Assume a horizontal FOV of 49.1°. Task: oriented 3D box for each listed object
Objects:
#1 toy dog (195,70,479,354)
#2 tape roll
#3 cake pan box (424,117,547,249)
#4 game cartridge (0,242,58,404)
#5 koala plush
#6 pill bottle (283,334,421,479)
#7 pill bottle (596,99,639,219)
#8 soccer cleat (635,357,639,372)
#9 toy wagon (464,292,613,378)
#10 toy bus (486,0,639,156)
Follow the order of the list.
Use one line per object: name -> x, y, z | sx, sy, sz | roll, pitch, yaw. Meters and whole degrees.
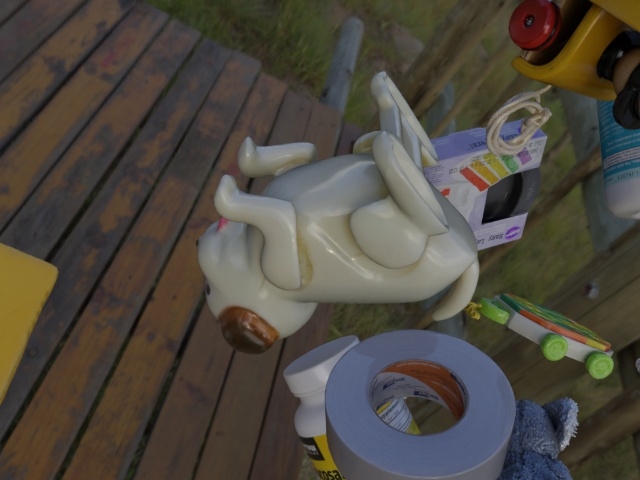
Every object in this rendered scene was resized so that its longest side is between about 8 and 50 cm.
toy dog -> 0.000, 0.000, 1.062 | 0.395, 0.408, 0.284 | 49, 25, -35
tape roll -> 0.115, 0.207, 0.833 | 0.219, 0.072, 0.219 | -1, 38, 1
cake pan box -> 0.257, -0.079, 1.240 | 0.267, 0.245, 0.070 | -14, 47, -15
game cartridge -> -0.357, 0.090, 0.439 | 0.285, 0.052, 0.323 | 26, 41, -18
koala plush -> 0.292, 0.325, 1.007 | 0.203, 0.196, 0.221 | 60, 34, -48
pill bottle -> 0.072, 0.340, 1.191 | 0.188, 0.188, 0.333 | -30, 94, -49
pill bottle -> 0.404, -0.163, 0.827 | 0.146, 0.146, 0.263 | 3, 81, -36
soccer cleat -> 0.385, 0.148, 0.823 | 0.036, 0.029, 0.083 | 32, -2, 43
toy wagon -> 0.484, 0.192, 1.570 | 0.345, 0.068, 0.267 | 22, 10, -15
toy bus -> 0.183, -0.124, 0.351 | 0.104, 0.191, 0.202 | 57, -5, 40
